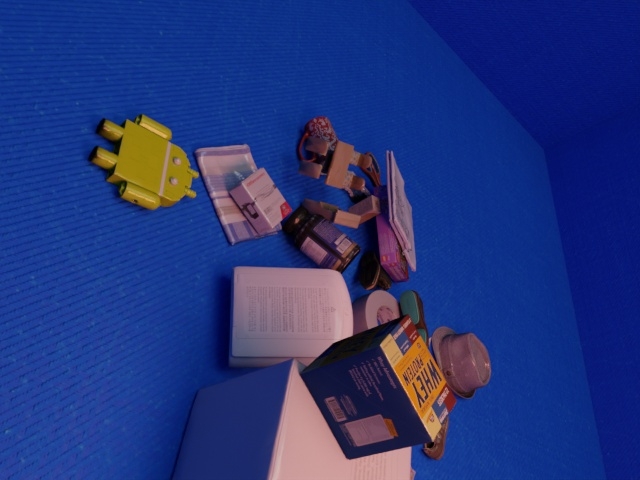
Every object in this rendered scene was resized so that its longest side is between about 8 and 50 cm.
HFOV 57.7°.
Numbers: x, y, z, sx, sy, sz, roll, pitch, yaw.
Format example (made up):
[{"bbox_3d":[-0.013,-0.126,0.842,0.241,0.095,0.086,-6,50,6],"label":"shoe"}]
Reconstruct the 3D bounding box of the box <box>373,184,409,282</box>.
[{"bbox_3d":[0.248,-0.020,2.025,0.201,0.057,0.293,46,37,-59],"label":"box"}]

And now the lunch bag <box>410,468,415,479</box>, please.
[{"bbox_3d":[0.222,0.680,1.653,0.053,0.071,0.083,54,39,-14],"label":"lunch bag"}]

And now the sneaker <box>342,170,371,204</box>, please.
[{"bbox_3d":[0.120,-0.199,2.042,0.190,0.071,0.083,44,36,-24],"label":"sneaker"}]

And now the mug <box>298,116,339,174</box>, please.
[{"bbox_3d":[0.001,-0.322,1.935,0.150,0.113,0.169,3,60,-45],"label":"mug"}]

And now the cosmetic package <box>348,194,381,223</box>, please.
[{"bbox_3d":[0.150,-0.102,1.979,0.041,0.115,0.060,18,58,-40],"label":"cosmetic package"}]

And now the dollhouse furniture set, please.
[{"bbox_3d":[0.058,-0.179,1.788,0.212,0.161,0.242,11,98,-45],"label":"dollhouse furniture set"}]

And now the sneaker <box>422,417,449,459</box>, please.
[{"bbox_3d":[0.366,0.603,1.869,0.071,0.066,0.188,37,45,-29],"label":"sneaker"}]

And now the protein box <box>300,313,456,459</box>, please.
[{"bbox_3d":[0.111,0.283,1.114,0.136,0.201,0.200,-31,93,-55],"label":"protein box"}]

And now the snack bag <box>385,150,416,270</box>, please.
[{"bbox_3d":[0.291,-0.094,2.049,0.342,0.037,0.323,59,25,-48],"label":"snack bag"}]

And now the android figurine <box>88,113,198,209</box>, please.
[{"bbox_3d":[-0.419,-0.186,1.419,0.273,0.056,0.248,27,50,-35],"label":"android figurine"}]

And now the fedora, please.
[{"bbox_3d":[0.530,0.431,2.110,0.243,0.124,0.275,1,69,-50],"label":"fedora"}]

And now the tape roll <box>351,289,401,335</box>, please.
[{"bbox_3d":[0.189,0.272,1.848,0.219,0.072,0.219,27,50,-37],"label":"tape roll"}]

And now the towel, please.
[{"bbox_3d":[-0.227,-0.136,1.630,0.209,0.034,0.285,-15,82,-51],"label":"towel"}]

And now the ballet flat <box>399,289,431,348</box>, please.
[{"bbox_3d":[0.307,0.290,1.845,0.096,0.095,0.280,43,41,-43],"label":"ballet flat"}]

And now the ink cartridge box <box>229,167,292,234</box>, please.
[{"bbox_3d":[-0.165,-0.110,1.610,0.150,0.063,0.109,56,42,-11],"label":"ink cartridge box"}]

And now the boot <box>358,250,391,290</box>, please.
[{"bbox_3d":[0.193,0.133,1.906,0.137,0.077,0.198,54,24,-21],"label":"boot"}]

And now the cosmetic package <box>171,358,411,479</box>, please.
[{"bbox_3d":[-0.055,0.507,1.220,0.393,0.329,0.327,38,44,-30],"label":"cosmetic package"}]

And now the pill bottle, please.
[{"bbox_3d":[0.000,0.000,1.702,0.219,0.123,0.123,40,38,6],"label":"pill bottle"}]

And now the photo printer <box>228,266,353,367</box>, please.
[{"bbox_3d":[-0.072,0.190,1.446,0.307,0.107,0.256,1,63,-10],"label":"photo printer"}]

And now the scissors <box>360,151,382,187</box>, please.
[{"bbox_3d":[0.229,-0.197,2.203,0.109,0.021,0.297,-28,91,-52],"label":"scissors"}]
